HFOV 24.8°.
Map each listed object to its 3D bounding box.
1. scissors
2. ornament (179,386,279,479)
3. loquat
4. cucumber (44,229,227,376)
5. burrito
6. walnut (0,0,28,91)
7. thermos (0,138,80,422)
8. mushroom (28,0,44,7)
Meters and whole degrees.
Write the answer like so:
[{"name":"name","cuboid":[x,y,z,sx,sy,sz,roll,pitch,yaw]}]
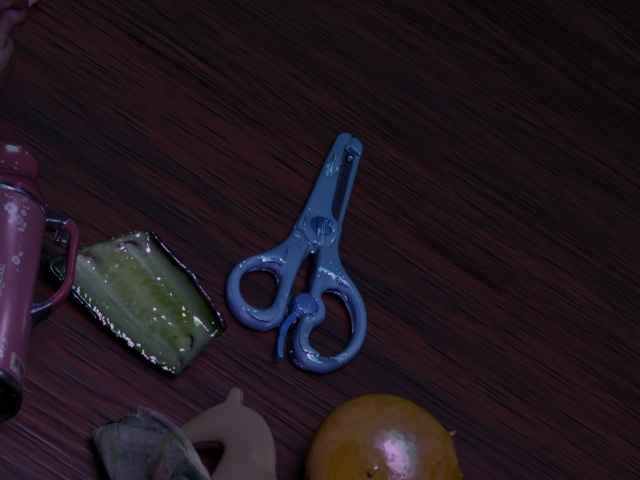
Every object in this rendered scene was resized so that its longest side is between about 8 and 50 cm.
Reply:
[{"name":"scissors","cuboid":[0.000,0.000,1.806,0.180,0.032,0.393,28,46,-9]},{"name":"ornament","cuboid":[-0.074,0.280,1.494,0.230,0.061,0.245,19,61,20]},{"name":"loquat","cuboid":[0.060,0.257,1.563,0.172,0.149,0.204,46,69,2]},{"name":"cucumber","cuboid":[-0.196,0.057,1.619,0.115,0.086,0.193,-45,84,0]},{"name":"burrito","cuboid":[-0.136,0.272,1.434,0.096,0.066,0.309,-32,48,-9]},{"name":"walnut","cuboid":[-0.442,-0.261,1.597,0.227,0.273,0.273,-30,69,-3]},{"name":"thermos","cuboid":[-0.337,0.023,1.528,0.136,0.109,0.330,-11,51,13]},{"name":"mushroom","cuboid":[-0.420,-0.289,1.777,0.202,0.054,0.059,-32,69,-36]}]
